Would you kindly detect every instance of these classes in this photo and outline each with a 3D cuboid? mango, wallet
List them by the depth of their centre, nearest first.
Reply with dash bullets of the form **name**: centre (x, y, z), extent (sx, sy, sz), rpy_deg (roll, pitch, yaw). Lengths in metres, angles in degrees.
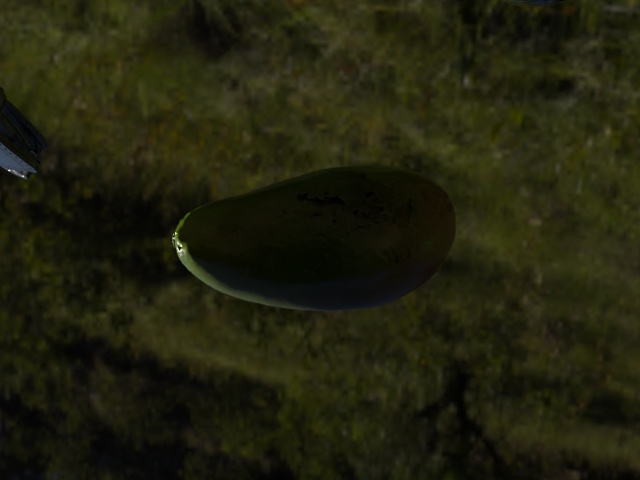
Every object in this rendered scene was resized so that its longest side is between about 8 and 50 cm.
- **mango**: centre (0.000, 0.000, 1.108), extent (0.233, 0.111, 0.125), rpy_deg (-6, -179, -26)
- **wallet**: centre (-0.353, -0.141, 1.277), extent (0.170, 0.231, 0.069), rpy_deg (20, -105, 44)

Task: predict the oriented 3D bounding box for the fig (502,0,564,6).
- **fig**: centre (0.233, -0.315, 1.359), extent (0.245, 0.195, 0.195), rpy_deg (9, -149, -4)
